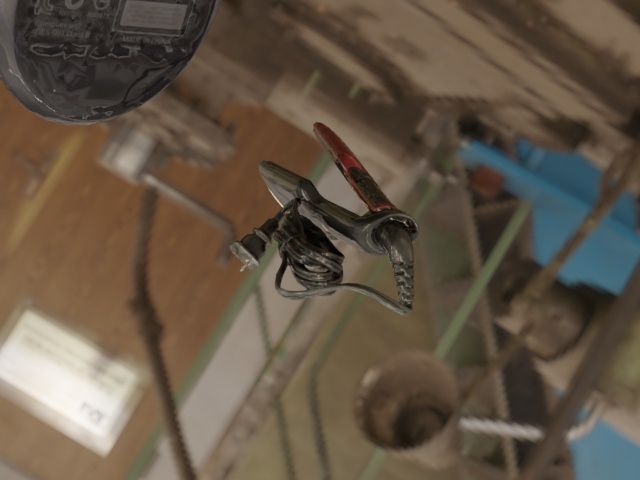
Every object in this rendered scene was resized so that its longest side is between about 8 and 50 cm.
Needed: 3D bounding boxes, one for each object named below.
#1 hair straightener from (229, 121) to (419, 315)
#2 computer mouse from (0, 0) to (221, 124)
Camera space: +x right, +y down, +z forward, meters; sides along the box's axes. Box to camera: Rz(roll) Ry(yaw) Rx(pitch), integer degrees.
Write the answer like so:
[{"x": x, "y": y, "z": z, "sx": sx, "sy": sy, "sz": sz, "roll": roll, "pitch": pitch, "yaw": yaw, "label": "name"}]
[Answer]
[{"x": 0.000, "y": 0.000, "z": 0.898, "sx": 0.047, "sy": 0.089, "sz": 0.230, "roll": 55, "pitch": 180, "yaw": -24, "label": "hair straightener"}, {"x": -0.083, "y": -0.184, "z": 0.775, "sx": 0.189, "sy": 0.272, "sz": 0.072, "roll": 3, "pitch": -150, "yaw": -41, "label": "computer mouse"}]
